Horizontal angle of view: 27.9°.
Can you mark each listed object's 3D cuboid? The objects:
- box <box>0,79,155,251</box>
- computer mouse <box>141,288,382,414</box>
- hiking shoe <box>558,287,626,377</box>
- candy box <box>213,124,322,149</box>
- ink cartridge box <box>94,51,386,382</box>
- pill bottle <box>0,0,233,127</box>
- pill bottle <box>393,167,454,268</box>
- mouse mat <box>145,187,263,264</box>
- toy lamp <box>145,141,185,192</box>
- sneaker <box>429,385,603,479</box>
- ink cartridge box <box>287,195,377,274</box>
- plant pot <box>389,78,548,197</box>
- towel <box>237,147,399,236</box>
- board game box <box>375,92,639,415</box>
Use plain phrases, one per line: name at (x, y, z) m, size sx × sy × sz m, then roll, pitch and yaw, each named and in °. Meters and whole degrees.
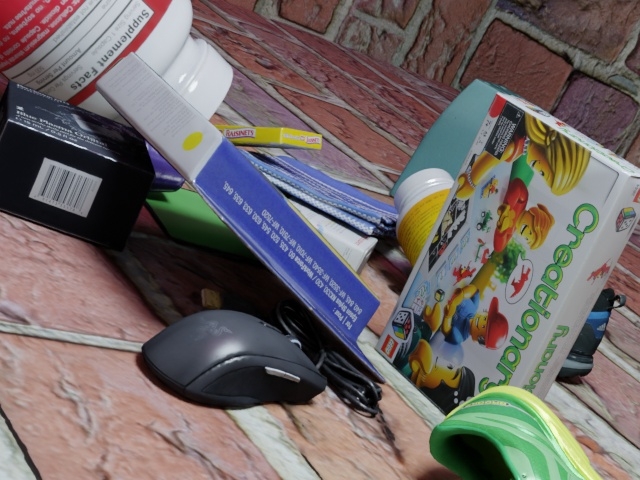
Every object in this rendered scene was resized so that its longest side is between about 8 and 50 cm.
box at (-0.262, -0.078, 1.315) m, size 0.156 × 0.093 × 0.158 m, roll 21°, pitch 14°, yaw -20°
computer mouse at (-0.066, 0.080, 1.164) m, size 0.262 × 0.060 × 0.184 m, roll 11°, pitch 22°, yaw -45°
hiking shoe at (0.250, 0.050, 1.660) m, size 0.304 × 0.132 × 0.113 m, roll 35°, pitch 17°, yaw 32°
candy box at (-0.112, -0.142, 1.758) m, size 0.206 × 0.027 × 0.105 m, roll 5°, pitch 0°, yaw 30°
ink cartridge box at (-0.063, -0.028, 1.300) m, size 0.307 × 0.072 × 0.303 m, roll 41°, pitch -4°, yaw 47°
pill bottle at (-0.302, -0.279, 1.511) m, size 0.408 × 0.229 × 0.229 m, roll 43°, pitch 6°, yaw -26°
pill bottle at (0.167, 0.011, 1.586) m, size 0.117 × 0.117 × 0.215 m, roll 15°, pitch 35°, yaw -38°
mouse mat at (-0.139, -0.024, 1.506) m, size 0.153 × 0.007 × 0.189 m, roll 16°, pitch 17°, yaw -32°
toy lamp at (-0.279, -0.114, 1.440) m, size 0.275 × 0.080 × 0.080 m, roll 17°, pitch 17°, yaw -25°
sneaker at (0.197, 0.237, 1.039) m, size 0.123 × 0.109 × 0.295 m, roll -14°, pitch 38°, yaw -35°
ink cartridge box at (0.000, 0.000, 1.566) m, size 0.122 × 0.052 × 0.088 m, roll 26°, pitch 14°, yaw 8°
plant pot at (0.262, -0.137, 2.123) m, size 0.165 × 0.234 × 0.166 m, roll 34°, pitch 17°, yaw 27°
towel at (0.004, -0.071, 1.736) m, size 0.243 × 0.040 × 0.336 m, roll 27°, pitch 5°, yaw 11°
board game box at (0.185, 0.031, 1.275) m, size 0.053 × 0.305 × 0.193 m, roll 9°, pitch 22°, yaw -41°
